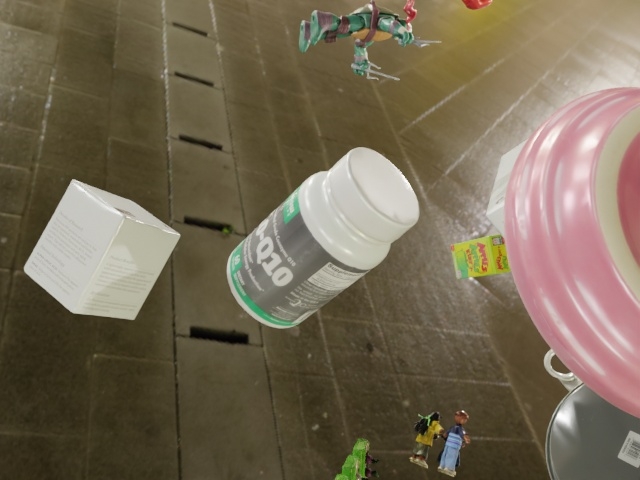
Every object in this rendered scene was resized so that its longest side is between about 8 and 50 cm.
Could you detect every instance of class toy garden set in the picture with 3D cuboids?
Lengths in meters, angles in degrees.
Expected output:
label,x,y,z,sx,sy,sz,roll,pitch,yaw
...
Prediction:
label,x,y,z,sx,sy,sz,roll,pitch,yaw
toy garden set,0.052,0.475,1.058,0.049,0.203,0.244,5,10,18

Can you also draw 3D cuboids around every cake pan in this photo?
label,x,y,z,sx,sy,sz,roll,pitch,yaw
cake pan,0.515,0.347,1.058,0.054,0.293,0.293,40,21,-48

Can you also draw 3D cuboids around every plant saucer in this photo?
label,x,y,z,sx,sy,sz,roll,pitch,yaw
plant saucer,0.334,-0.003,0.577,0.332,0.084,0.331,4,71,-12

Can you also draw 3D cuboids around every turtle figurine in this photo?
label,x,y,z,sx,sy,sz,roll,pitch,yaw
turtle figurine,0.087,-0.372,1.173,0.234,0.175,0.118,0,77,-17

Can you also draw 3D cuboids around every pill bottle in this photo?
label,x,y,z,sx,sy,sz,roll,pitch,yaw
pill bottle,0.000,0.000,1.213,0.204,0.361,0.204,29,40,-27

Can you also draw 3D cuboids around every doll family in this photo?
label,x,y,z,sx,sy,sz,roll,pitch,yaw
doll family,0.228,0.374,1.214,0.076,0.193,0.111,34,70,-25

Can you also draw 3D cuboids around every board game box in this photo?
label,x,y,z,sx,sy,sz,roll,pitch,yaw
board game box,0.394,0.043,1.600,0.043,0.181,0.092,-8,85,-19

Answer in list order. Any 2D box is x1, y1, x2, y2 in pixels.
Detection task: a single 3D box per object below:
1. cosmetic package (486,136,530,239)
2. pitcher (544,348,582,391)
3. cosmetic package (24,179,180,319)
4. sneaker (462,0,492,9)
label,x,y,z,sx,sy,sz,roll,pitch,yaw
cosmetic package,0.488,-0.078,1.317,0.230,0.161,0.453,50,27,-5
pitcher,0.584,0.253,1.322,0.177,0.207,0.125,50,10,-7
cosmetic package,-0.379,0.020,1.126,0.151,0.183,0.151,31,2,27
sneaker,0.278,-0.379,0.779,0.107,0.279,0.118,-18,85,-45
